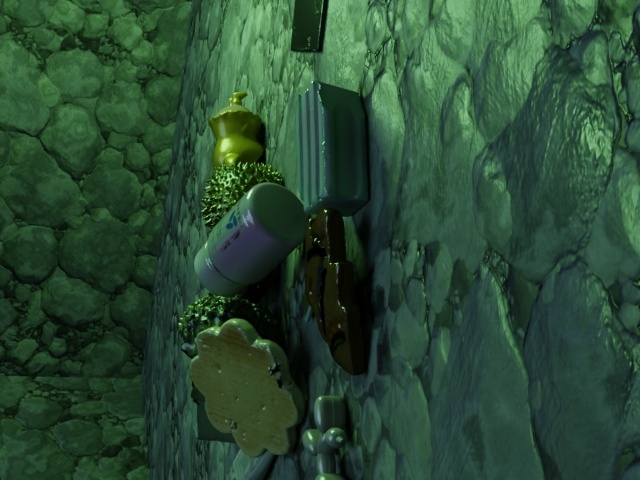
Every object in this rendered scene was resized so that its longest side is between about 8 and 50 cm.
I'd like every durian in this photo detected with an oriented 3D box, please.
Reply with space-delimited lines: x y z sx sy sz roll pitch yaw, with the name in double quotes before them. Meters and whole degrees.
"durian" -0.183 -0.081 2.194 0.237 0.177 0.200 12 117 62

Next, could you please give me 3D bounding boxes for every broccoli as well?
"broccoli" -0.198 0.221 2.113 0.180 0.243 0.273 -72 6 -54

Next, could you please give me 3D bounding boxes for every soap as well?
"soap" 0.021 -0.163 1.659 0.145 0.091 0.230 144 129 -65
"soap" -0.249 0.362 2.340 0.302 0.159 0.257 165 106 -74

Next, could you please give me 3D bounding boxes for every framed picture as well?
"framed picture" -0.017 -0.560 2.002 0.244 0.013 0.323 -144 60 -70

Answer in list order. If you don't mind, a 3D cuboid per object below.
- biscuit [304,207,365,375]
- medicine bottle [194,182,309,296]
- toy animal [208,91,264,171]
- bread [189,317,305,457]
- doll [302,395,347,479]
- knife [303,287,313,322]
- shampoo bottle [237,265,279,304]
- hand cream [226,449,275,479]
"biscuit" 0.019 0.093 1.617 0.278 0.043 0.301 100 158 -50
"medicine bottle" -0.148 0.004 1.968 0.254 0.152 0.152 -41 45 41
"toy animal" -0.212 -0.252 2.371 0.156 0.156 0.229 138 137 -67
"bread" -0.148 0.302 1.946 0.316 0.054 0.316 20 122 34
"doll" 0.013 0.367 1.621 0.160 0.059 0.161 -104 25 -48
"knife" 0.000 0.001 1.797 0.061 0.027 0.343 -124 40 -57
"shampoo bottle" -0.175 0.114 2.250 0.323 0.084 0.129 127 159 -61
"hand cream" -0.138 0.468 2.115 0.121 0.076 0.336 -110 35 -43
